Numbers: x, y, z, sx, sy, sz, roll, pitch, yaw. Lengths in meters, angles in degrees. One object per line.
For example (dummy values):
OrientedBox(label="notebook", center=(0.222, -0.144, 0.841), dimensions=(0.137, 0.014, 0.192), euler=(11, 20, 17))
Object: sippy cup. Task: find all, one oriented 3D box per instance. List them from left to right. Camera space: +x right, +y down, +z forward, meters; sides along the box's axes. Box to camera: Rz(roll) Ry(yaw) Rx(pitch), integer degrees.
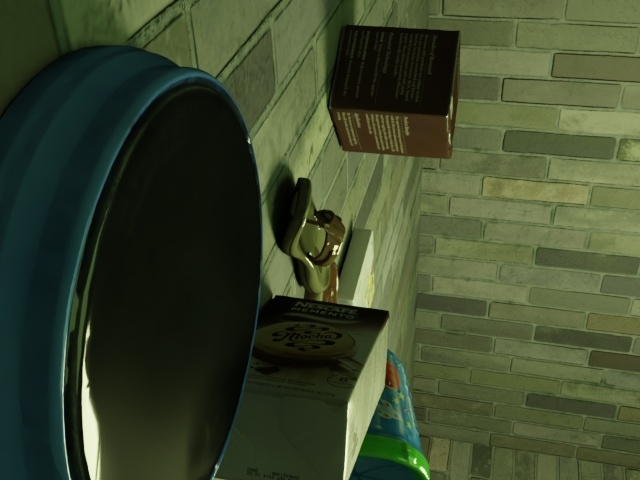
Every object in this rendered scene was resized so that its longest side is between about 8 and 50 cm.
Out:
OrientedBox(label="sippy cup", center=(0.062, 0.305, 1.315), dimensions=(0.305, 0.240, 0.224), euler=(116, -16, -47))

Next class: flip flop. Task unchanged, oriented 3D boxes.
OrientedBox(label="flip flop", center=(0.000, 0.000, 1.159), dimensions=(0.277, 0.080, 0.112), euler=(74, 25, -60))

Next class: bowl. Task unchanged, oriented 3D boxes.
OrientedBox(label="bowl", center=(-0.131, 0.053, 0.598), dimensions=(0.391, 0.077, 0.391), euler=(6, 90, -77))

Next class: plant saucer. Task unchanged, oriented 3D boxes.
OrientedBox(label="plant saucer", center=(0.004, 0.101, 1.353), dimensions=(0.168, 0.029, 0.169), euler=(7, 90, -78))

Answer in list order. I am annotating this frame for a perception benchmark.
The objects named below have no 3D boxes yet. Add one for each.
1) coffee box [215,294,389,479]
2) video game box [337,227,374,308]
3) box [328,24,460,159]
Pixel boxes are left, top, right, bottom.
OrientedBox(label="coffee box", center=(-0.021, 0.171, 0.945), dimensions=(0.297, 0.168, 0.119), euler=(-46, 140, -72))
OrientedBox(label="video game box", center=(0.073, 0.110, 1.626), dimensions=(0.205, 0.048, 0.187), euler=(-71, 160, -45))
OrientedBox(label="box", center=(0.135, -0.256, 1.369), dimensions=(0.168, 0.203, 0.167), euler=(66, 32, -68))
